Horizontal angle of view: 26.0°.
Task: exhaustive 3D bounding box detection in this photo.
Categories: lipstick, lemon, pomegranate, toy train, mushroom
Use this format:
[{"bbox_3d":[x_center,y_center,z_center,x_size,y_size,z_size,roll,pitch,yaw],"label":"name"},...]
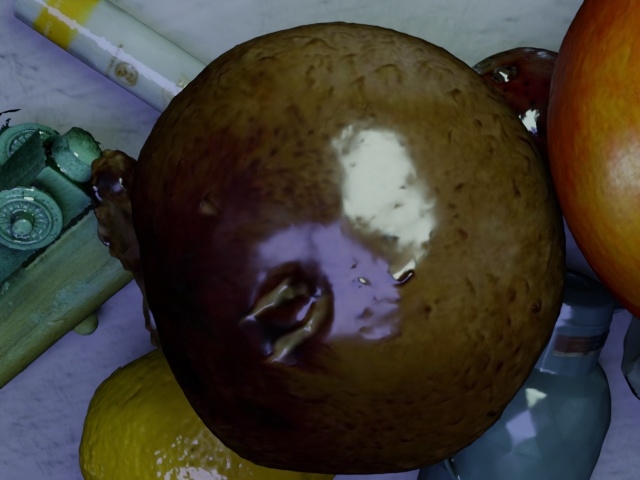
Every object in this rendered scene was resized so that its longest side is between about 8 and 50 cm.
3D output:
[{"bbox_3d":[-0.138,-0.144,1.191,0.264,0.059,0.059,33,115,-1],"label":"lipstick"},{"bbox_3d":[-0.098,0.185,1.235,0.260,0.204,0.204,-7,110,20],"label":"lemon"},{"bbox_3d":[0.173,-0.076,1.108,0.129,0.129,0.159,-30,103,22],"label":"pomegranate"},{"bbox_3d":[-0.279,0.016,1.274,0.307,0.126,0.189,-38,131,23],"label":"toy train"},{"bbox_3d":[0.008,0.019,1.053,0.334,0.356,0.331,-20,86,-4],"label":"mushroom"}]

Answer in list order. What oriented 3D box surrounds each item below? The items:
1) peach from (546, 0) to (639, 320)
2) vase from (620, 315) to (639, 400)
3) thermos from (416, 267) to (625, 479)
[{"bbox_3d":[0.344,-0.099,0.927,0.388,0.388,0.388,5,112,11],"label":"peach"},{"bbox_3d":[0.432,0.122,1.117,0.360,0.165,0.165,21,115,1],"label":"vase"},{"bbox_3d":[0.159,0.160,1.186,0.145,0.182,0.286,40,126,46],"label":"thermos"}]
